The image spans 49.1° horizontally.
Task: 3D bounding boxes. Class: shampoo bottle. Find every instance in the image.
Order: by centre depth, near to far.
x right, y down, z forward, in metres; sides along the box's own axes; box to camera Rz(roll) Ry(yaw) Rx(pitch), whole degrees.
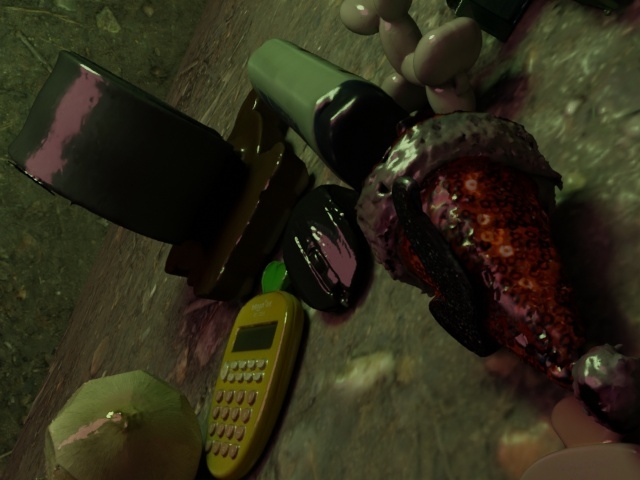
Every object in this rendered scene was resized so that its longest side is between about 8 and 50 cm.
[{"bbox_3d":[0.012,-0.121,0.696,0.078,0.134,0.359,-41,26,3],"label":"shampoo bottle"}]

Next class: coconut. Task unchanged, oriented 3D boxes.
[{"bbox_3d":[-0.209,0.221,0.734,0.183,0.170,0.171,105,175,-56],"label":"coconut"}]

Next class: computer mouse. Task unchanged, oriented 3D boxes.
[{"bbox_3d":[0.000,0.000,0.690,0.099,0.057,0.172,-50,30,25],"label":"computer mouse"}]

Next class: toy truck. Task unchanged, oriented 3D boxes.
[{"bbox_3d":[0.164,-0.196,0.550,0.081,0.067,0.175,-62,26,18],"label":"toy truck"}]

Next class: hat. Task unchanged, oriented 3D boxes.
[{"bbox_3d":[0.102,0.024,0.393,0.227,0.128,0.140,-114,22,-52],"label":"hat"}]

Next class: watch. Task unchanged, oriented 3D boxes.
[{"bbox_3d":[-0.223,-0.109,0.931,0.314,0.326,0.335,-61,24,6],"label":"watch"}]

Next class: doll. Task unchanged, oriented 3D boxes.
[{"bbox_3d":[0.084,-0.164,0.613,0.059,0.161,0.160,-25,7,-12],"label":"doll"}]

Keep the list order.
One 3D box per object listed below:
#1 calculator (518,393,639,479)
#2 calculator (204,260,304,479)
[{"bbox_3d":[0.126,0.150,0.316,0.103,0.024,0.166,-32,40,51],"label":"calculator"},{"bbox_3d":[-0.068,0.131,0.732,0.146,0.032,0.235,-19,51,59],"label":"calculator"}]
